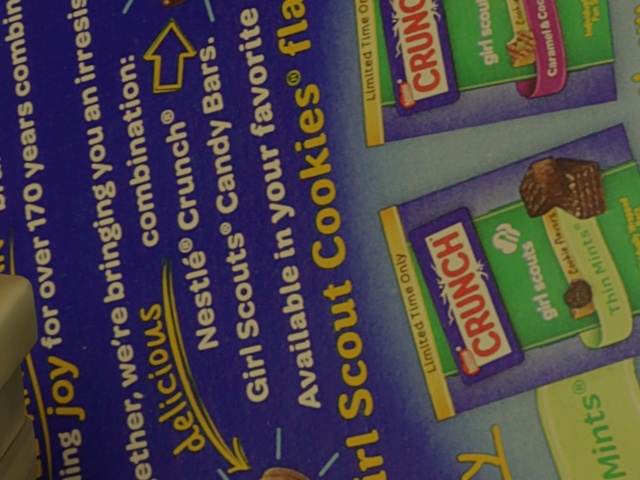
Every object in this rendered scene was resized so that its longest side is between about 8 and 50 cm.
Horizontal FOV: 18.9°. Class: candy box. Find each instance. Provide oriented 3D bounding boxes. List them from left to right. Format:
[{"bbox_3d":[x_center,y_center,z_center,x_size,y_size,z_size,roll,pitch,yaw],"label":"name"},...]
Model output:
[{"bbox_3d":[0.000,0.000,0.503,0.317,0.122,0.268,-14,77,21],"label":"candy box"}]

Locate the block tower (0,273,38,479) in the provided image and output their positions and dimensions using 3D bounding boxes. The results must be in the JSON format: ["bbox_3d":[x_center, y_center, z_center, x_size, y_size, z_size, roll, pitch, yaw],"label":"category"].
[{"bbox_3d":[-0.103,0.169,0.427,0.097,0.335,0.091,5,29,12],"label":"block tower"}]
